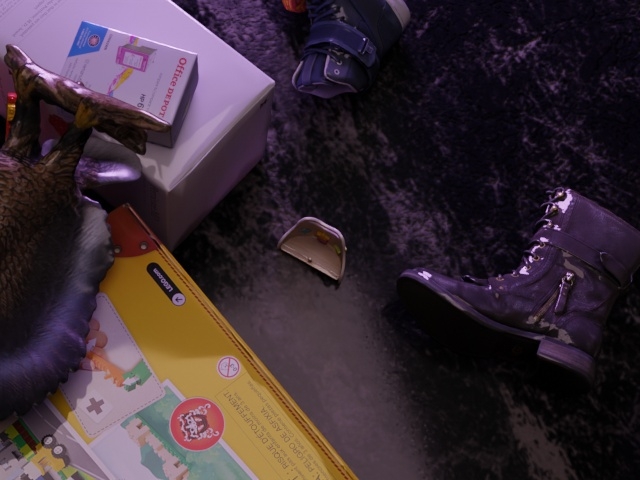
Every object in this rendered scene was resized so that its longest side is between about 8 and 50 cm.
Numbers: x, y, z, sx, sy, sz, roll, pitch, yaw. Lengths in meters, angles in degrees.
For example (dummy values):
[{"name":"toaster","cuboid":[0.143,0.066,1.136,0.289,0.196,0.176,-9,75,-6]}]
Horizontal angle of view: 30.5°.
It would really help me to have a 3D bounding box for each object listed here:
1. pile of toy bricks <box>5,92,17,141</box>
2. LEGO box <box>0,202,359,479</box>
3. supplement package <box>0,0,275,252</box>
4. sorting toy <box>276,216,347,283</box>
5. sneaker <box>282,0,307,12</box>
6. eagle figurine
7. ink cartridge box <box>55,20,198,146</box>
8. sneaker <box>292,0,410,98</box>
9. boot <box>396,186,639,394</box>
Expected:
[{"name":"pile of toy bricks","cuboid":[-0.333,-0.038,1.192,0.118,0.212,0.105,1,27,-17]},{"name":"LEGO box","cuboid":[-0.181,0.277,1.101,0.372,0.193,0.500,-36,76,-19]},{"name":"supplement package","cuboid":[-0.218,-0.163,1.286,0.293,0.177,0.175,38,69,9]},{"name":"sorting toy","cuboid":[0.000,0.000,1.302,0.083,0.075,0.045,29,67,5]},{"name":"sneaker","cuboid":[-0.009,-0.352,1.465,0.067,0.064,0.175,16,61,23]},{"name":"eagle figurine","cuboid":[-0.289,-0.016,1.037,0.225,0.226,0.298,27,90,-24]},{"name":"ink cartridge box","cuboid":[-0.190,-0.155,1.161,0.122,0.052,0.088,17,70,-1]},{"name":"sneaker","cuboid":[-0.003,-0.268,1.366,0.226,0.086,0.163,41,68,-28]},{"name":"boot","cuboid":[0.236,0.032,1.325,0.263,0.091,0.229,27,62,0]}]
